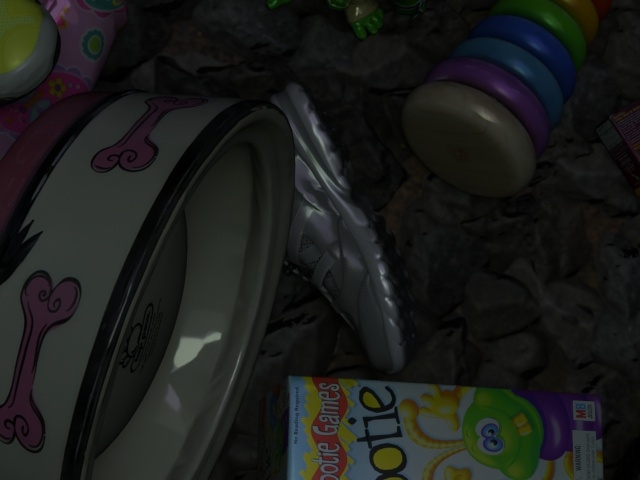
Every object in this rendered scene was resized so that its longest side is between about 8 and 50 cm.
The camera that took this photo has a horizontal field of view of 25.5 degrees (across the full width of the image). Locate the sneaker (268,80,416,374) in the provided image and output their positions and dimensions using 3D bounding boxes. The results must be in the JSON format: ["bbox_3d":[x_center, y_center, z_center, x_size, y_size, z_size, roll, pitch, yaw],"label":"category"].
[{"bbox_3d":[0.000,0.000,1.310,0.115,0.105,0.281,-27,83,12],"label":"sneaker"}]

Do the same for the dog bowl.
[{"bbox_3d":[-0.161,0.067,1.097,0.150,0.408,0.408,19,71,12],"label":"dog bowl"}]

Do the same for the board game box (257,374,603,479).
[{"bbox_3d":[0.091,0.205,1.232,0.275,0.142,0.144,4,74,-12],"label":"board game box"}]

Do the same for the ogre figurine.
[{"bbox_3d":[0.014,-0.260,1.355,0.197,0.118,0.097,28,71,-3],"label":"ogre figurine"}]

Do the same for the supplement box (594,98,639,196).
[{"bbox_3d":[0.323,-0.095,1.418,0.055,0.043,0.083,-29,84,-18],"label":"supplement box"}]

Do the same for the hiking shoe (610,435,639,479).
[{"bbox_3d":[0.345,0.212,1.316,0.114,0.086,0.227,28,70,0],"label":"hiking shoe"}]

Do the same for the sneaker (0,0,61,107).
[{"bbox_3d":[-0.371,-0.252,1.181,0.385,0.147,0.145,42,76,18],"label":"sneaker"}]

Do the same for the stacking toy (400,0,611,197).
[{"bbox_3d":[0.217,-0.202,1.383,0.141,0.141,0.330,37,67,-1],"label":"stacking toy"}]

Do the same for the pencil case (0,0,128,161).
[{"bbox_3d":[-0.282,-0.120,1.251,0.124,0.124,0.284,30,70,-3],"label":"pencil case"}]
